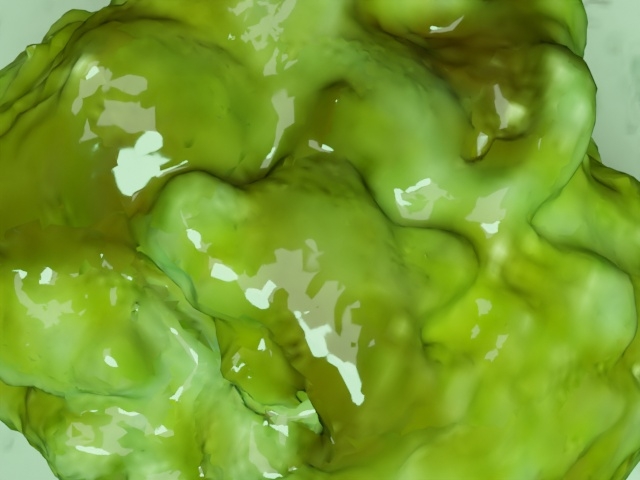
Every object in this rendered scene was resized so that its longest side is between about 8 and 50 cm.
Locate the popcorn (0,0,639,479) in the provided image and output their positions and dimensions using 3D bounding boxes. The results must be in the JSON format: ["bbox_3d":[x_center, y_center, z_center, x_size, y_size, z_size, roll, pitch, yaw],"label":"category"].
[{"bbox_3d":[0.005,0.005,0.660,0.282,0.247,0.282,1,77,-5],"label":"popcorn"}]
